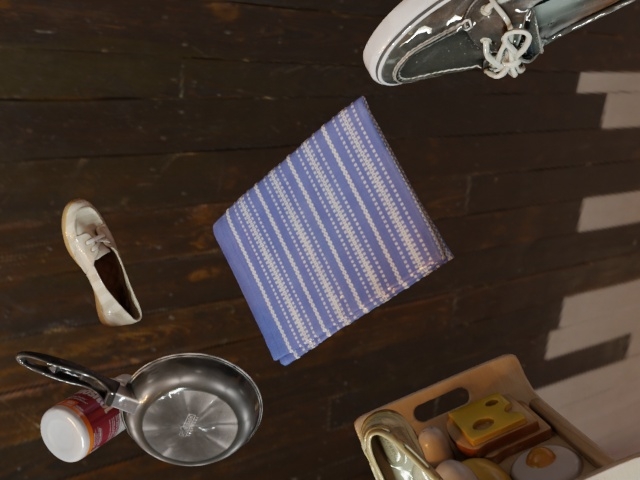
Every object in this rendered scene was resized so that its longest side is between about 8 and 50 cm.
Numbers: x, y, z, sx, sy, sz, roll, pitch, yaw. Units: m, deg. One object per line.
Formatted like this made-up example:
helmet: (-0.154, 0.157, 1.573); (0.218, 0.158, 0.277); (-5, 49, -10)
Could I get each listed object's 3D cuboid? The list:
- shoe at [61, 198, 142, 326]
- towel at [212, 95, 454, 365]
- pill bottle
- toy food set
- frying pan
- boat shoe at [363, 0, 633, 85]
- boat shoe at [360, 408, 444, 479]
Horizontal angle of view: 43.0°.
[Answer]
shoe: (-0.332, 0.036, 1.253); (0.076, 0.058, 0.219); (-40, 123, -46)
towel: (0.000, 0.000, 1.097); (0.040, 0.336, 0.243); (-12, 70, -51)
pill bottle: (-0.331, 0.256, 1.203); (0.152, 0.086, 0.086); (-30, 128, -60)
toy food set: (0.169, 0.213, 0.851); (0.220, 0.306, 0.092); (-22, 103, -6)
frying pan: (-0.222, 0.202, 1.093); (0.197, 0.053, 0.326); (-41, 116, 17)
boat shoe: (0.195, -0.226, 0.841); (0.306, 0.104, 0.113); (-23, 155, 9)
boat shoe: (0.080, 0.204, 0.630); (0.056, 0.048, 0.153); (-29, 91, 9)
